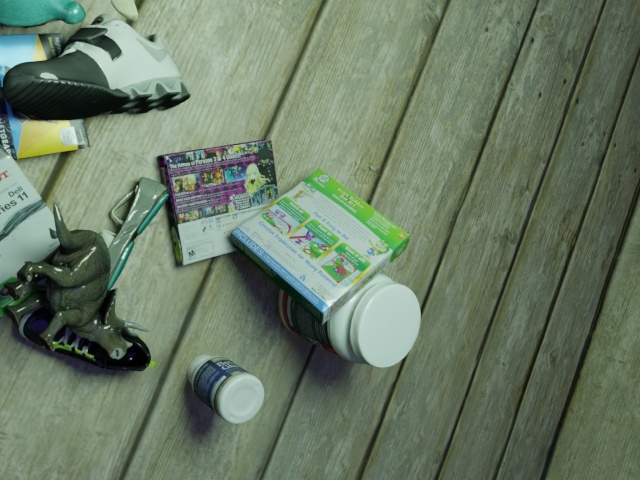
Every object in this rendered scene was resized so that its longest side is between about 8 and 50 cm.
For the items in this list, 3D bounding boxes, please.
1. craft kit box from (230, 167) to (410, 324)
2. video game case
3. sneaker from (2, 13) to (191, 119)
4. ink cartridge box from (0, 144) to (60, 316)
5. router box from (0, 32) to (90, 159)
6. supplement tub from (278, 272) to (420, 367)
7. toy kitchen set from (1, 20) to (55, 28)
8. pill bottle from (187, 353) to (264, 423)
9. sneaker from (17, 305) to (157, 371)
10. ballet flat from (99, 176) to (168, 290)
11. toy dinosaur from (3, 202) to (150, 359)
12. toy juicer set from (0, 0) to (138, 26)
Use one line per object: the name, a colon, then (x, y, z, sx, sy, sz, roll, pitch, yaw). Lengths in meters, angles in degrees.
craft kit box: (0.000, 0.000, 1.051, 0.247, 0.250, 0.061, -40, 155, -24)
video game case: (-0.187, -0.080, 1.062, 0.232, 0.042, 0.210, -17, 109, -35)
sneaker: (-0.347, -0.270, 0.823, 0.330, 0.123, 0.146, -34, 106, -64)
ink cartridge box: (-0.477, -0.016, 0.792, 0.153, 0.087, 0.208, -40, 135, -24)
router box: (-0.449, -0.222, 0.833, 0.133, 0.046, 0.178, -19, 109, -35)
supplement tub: (0.054, 0.147, 1.143, 0.191, 0.272, 0.191, -8, 103, -36)
toy kitchen set: (-0.437, -0.362, 0.802, 0.083, 0.068, 0.075, -26, 113, -32)
pill bottle: (-0.191, 0.278, 1.043, 0.094, 0.169, 0.094, -8, 103, -37)
sneaker: (-0.384, 0.167, 0.919, 0.235, 0.097, 0.084, 28, 80, -37)
ballet flat: (-0.346, -0.016, 0.948, 0.068, 0.072, 0.213, 30, 77, -9)
toy dinosaur: (-0.373, 0.057, 0.809, 0.160, 0.121, 0.313, -40, 143, -47)
toy juicer set: (-0.409, -0.389, 0.751, 0.329, 0.089, 0.209, 3, 70, -8)
